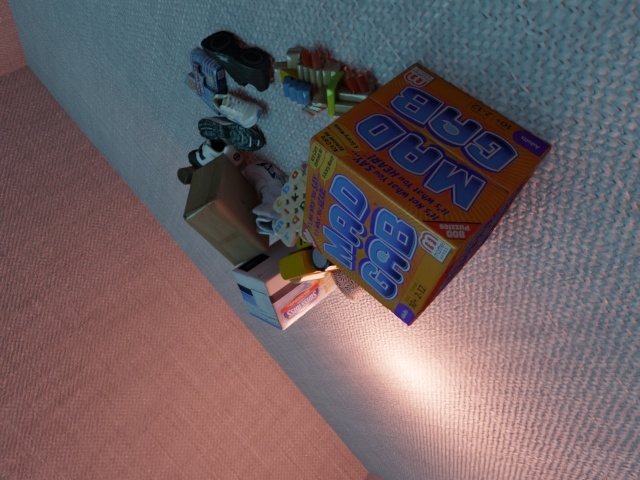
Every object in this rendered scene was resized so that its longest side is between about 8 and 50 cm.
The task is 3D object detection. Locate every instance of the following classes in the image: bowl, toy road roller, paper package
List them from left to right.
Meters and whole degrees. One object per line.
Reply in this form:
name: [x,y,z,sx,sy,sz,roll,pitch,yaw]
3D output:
paper package: [-0.351,-0.118,1.854,0.168,0.310,0.325,-25,131,19]
toy road roller: [0.000,0.000,1.656,0.329,0.202,0.241,-25,75,49]
bowl: [0.121,0.145,1.817,0.080,0.170,0.170,-38,93,20]

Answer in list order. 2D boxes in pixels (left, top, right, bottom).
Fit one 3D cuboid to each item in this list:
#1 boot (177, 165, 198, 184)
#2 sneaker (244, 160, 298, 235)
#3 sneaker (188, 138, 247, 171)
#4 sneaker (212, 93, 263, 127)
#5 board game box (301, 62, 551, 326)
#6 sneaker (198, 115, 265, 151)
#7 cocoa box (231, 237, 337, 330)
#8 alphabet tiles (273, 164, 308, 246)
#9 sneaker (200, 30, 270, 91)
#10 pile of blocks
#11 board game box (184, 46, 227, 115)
boot: [-0.466,-0.228,2.088,0.283,0.220,0.109,42,121,22]
sneaker: [-0.204,-0.158,1.800,0.365,0.210,0.138,36,150,25]
sneaker: [-0.450,-0.379,1.998,0.330,0.122,0.146,13,136,36]
sneaker: [-0.291,-0.455,1.655,0.228,0.088,0.092,22,174,41]
board game box: [0.211,-0.100,1.092,0.356,0.356,0.356,39,152,18]
sneaker: [-0.324,-0.415,1.793,0.271,0.108,0.100,22,127,17]
cocoa box: [-0.126,0.147,1.903,0.231,0.347,0.228,14,130,47]
alphabet tiles: [-0.059,-0.124,1.581,0.021,0.284,0.278,21,-165,-39]
sneaker: [-0.271,-0.560,1.508,0.286,0.109,0.130,39,158,24]
pile of blocks: [-0.012,-0.419,1.244,0.362,0.149,0.113,33,149,30]
board game box: [-0.427,-0.590,1.744,0.194,0.060,0.194,37,151,22]
